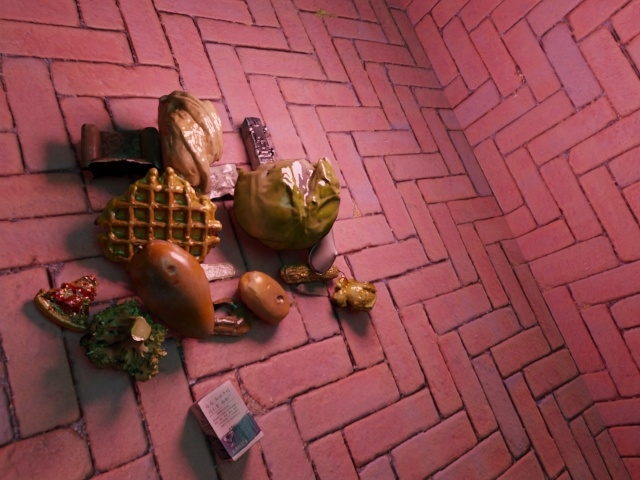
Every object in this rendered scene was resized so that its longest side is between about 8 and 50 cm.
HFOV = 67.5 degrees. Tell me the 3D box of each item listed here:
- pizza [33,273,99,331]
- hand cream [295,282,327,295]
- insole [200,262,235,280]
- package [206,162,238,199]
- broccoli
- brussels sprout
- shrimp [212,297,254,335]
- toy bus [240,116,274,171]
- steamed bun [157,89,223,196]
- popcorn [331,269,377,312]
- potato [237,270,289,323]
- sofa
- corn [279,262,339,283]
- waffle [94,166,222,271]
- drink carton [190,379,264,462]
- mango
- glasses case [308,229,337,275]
[{"bbox_3d":[-0.768,0.174,1.507,0.188,0.062,0.199,37,50,-16],"label":"pizza"},{"bbox_3d":[-0.037,0.204,2.012,0.165,0.037,0.057,9,62,-39],"label":"hand cream"},{"bbox_3d":[-0.432,0.120,1.793,0.247,0.011,0.081,-5,69,-36],"label":"insole"},{"bbox_3d":[-0.431,-0.239,1.965,0.231,0.040,0.166,-15,73,-30],"label":"package"},{"bbox_3d":[-0.584,0.301,1.447,0.246,0.243,0.263,-2,72,-38],"label":"broccoli"},{"bbox_3d":[-0.129,-0.139,1.916,0.425,0.342,0.361,-9,103,-7],"label":"brussels sprout"},{"bbox_3d":[-0.354,0.271,1.740,0.254,0.059,0.145,10,59,-30],"label":"shrimp"},{"bbox_3d":[-0.277,-0.423,2.113,0.091,0.109,0.262,-4,68,-34],"label":"toy bus"},{"bbox_3d":[-0.487,-0.358,1.793,0.230,0.325,0.373,-3,67,-29],"label":"steamed bun"},{"bbox_3d":[0.144,0.224,2.048,0.195,0.174,0.168,13,18,0],"label":"popcorn"},{"bbox_3d":[-0.213,0.213,1.814,0.150,0.146,0.234,-49,114,-21],"label":"potato"},{"bbox_3d":[-0.705,-0.323,1.702,0.258,0.182,0.200,-2,67,-23],"label":"sofa"},{"bbox_3d":[-0.047,0.136,2.000,0.288,0.086,0.087,2,66,-35],"label":"corn"},{"bbox_3d":[-0.542,-0.034,1.647,0.382,0.095,0.379,-48,113,-8],"label":"waffle"},{"bbox_3d":[-0.309,0.593,1.578,0.134,0.102,0.222,-30,86,-38],"label":"drink carton"},{"bbox_3d":[-0.467,0.163,1.561,0.384,0.221,0.199,60,14,-23],"label":"mango"},{"bbox_3d":[0.002,-0.001,2.019,0.083,0.128,0.308,29,32,-28],"label":"glasses case"}]
